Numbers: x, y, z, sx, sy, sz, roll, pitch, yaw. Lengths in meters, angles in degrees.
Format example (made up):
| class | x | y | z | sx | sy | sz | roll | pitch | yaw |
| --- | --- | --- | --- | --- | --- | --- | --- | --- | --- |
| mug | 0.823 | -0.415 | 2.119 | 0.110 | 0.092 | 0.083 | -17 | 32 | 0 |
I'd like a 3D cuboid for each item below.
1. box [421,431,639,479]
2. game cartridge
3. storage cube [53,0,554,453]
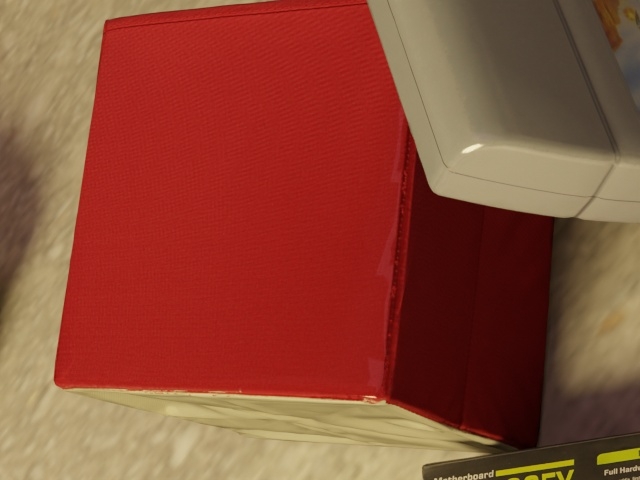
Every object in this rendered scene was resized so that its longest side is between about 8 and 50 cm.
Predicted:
| class | x | y | z | sx | sy | sz | roll | pitch | yaw |
| --- | --- | --- | --- | --- | --- | --- | --- | --- | --- |
| box | 0.170 | 0.187 | 0.644 | 0.270 | 0.060 | 0.216 | -14 | 51 | 25 |
| game cartridge | 0.170 | -0.104 | 0.665 | 0.062 | 0.297 | 0.198 | 113 | 145 | -53 |
| storage cube | 0.000 | 0.000 | 0.764 | 0.215 | 0.184 | 0.193 | -2 | 75 | 29 |
